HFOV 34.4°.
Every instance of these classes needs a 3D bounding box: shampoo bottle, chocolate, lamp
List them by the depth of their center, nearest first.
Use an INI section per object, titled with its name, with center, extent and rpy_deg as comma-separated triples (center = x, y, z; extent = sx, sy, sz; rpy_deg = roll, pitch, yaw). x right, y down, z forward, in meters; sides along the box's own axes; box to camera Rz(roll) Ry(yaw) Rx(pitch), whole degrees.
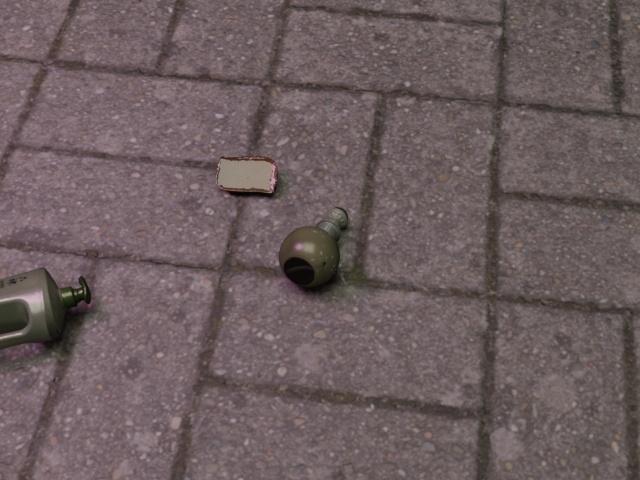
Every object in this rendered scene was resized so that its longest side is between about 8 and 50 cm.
[shampoo bottle]
center = -0.447, 0.104, 1.487
extent = 0.234, 0.087, 0.118
rpy_deg = -15, 52, -10
[lamp]
center = 0.000, 0.000, 1.566
extent = 0.091, 0.091, 0.163
rpy_deg = 19, 42, 14
[chocolate]
center = -0.117, -0.102, 1.669
extent = 0.101, 0.031, 0.064
rpy_deg = -1, 71, 5
